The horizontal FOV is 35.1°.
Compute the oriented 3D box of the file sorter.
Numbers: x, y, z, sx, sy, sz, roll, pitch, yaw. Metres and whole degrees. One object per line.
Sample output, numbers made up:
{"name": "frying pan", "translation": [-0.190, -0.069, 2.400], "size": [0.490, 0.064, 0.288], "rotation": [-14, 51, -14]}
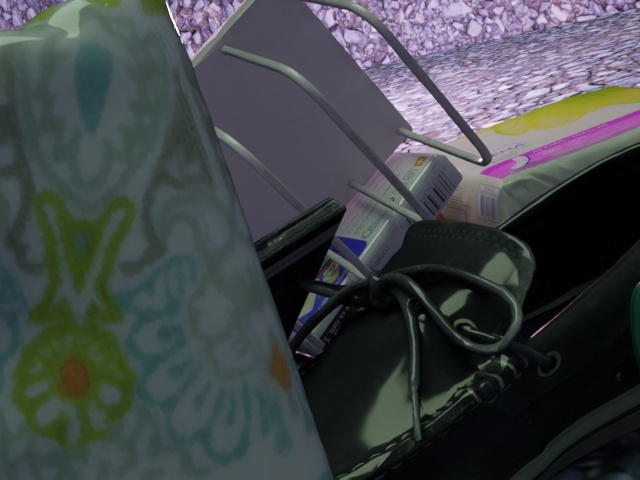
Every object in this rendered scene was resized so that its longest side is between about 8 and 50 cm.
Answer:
{"name": "file sorter", "translation": [-0.038, -0.034, 0.790], "size": [0.278, 0.193, 0.173], "rotation": [-48, 31, -4]}

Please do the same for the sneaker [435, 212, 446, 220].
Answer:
{"name": "sneaker", "translation": [0.053, 0.005, 1.011], "size": [0.121, 0.099, 0.262], "rotation": [-39, 21, -7]}

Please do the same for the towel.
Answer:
{"name": "towel", "translation": [-0.181, 0.112, 0.361], "size": [0.374, 0.321, 0.090], "rotation": [-20, 9, -14]}

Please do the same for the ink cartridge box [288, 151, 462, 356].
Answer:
{"name": "ink cartridge box", "translation": [0.002, 0.004, 0.933], "size": [0.206, 0.045, 0.208], "rotation": [-54, 31, -15]}

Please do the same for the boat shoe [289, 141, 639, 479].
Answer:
{"name": "boat shoe", "translation": [0.069, 0.070, 0.586], "size": [0.500, 0.156, 0.186], "rotation": [-24, 18, -24]}

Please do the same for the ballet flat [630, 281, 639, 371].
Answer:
{"name": "ballet flat", "translation": [0.200, 0.099, 0.440], "size": [0.077, 0.091, 0.241], "rotation": [-1, 35, 1]}

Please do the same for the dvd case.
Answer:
{"name": "dvd case", "translation": [-0.069, 0.086, 0.622], "size": [0.018, 0.221, 0.164], "rotation": [37, 38, 17]}

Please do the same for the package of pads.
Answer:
{"name": "package of pads", "translation": [0.256, -0.075, 1.028], "size": [0.296, 0.101, 0.229], "rotation": [-20, 15, -16]}
